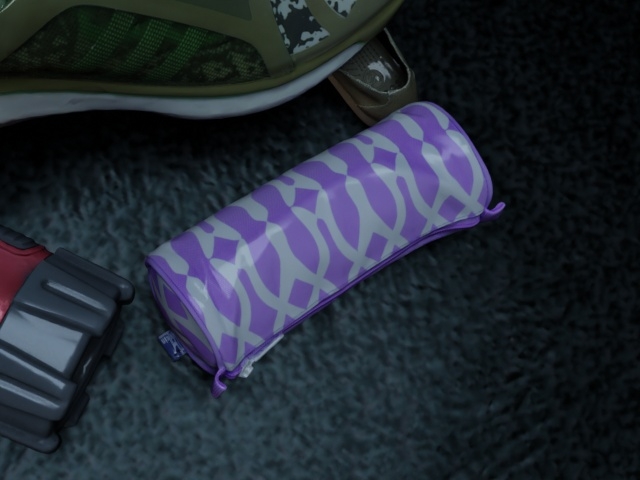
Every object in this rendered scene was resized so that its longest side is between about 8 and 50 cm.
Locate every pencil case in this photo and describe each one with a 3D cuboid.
[{"bbox_3d":[0.000,0.000,0.576,0.206,0.086,0.088,-33,73,-16],"label":"pencil case"}]

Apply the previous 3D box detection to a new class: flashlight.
[{"bbox_3d":[-0.254,0.005,0.526,0.304,0.103,0.103,23,49,-2],"label":"flashlight"}]

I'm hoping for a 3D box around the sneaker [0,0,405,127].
[{"bbox_3d":[-0.102,-0.151,0.492,0.410,0.182,0.158,-19,75,-24],"label":"sneaker"}]

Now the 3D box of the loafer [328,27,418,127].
[{"bbox_3d":[0.010,-0.134,0.628,0.148,0.050,0.056,44,73,1],"label":"loafer"}]
